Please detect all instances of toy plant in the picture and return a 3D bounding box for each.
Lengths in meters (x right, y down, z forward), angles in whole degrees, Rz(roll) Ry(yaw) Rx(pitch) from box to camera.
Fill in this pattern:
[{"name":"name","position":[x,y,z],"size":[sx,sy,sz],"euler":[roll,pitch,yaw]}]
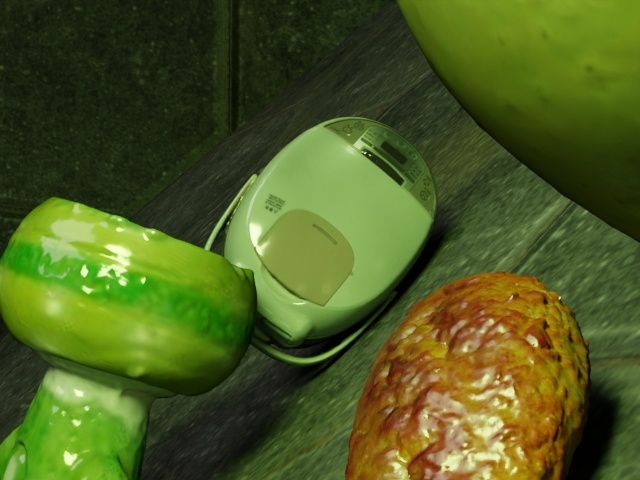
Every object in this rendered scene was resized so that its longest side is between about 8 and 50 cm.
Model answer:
[{"name":"toy plant","position":[-0.173,0.140,1.222],"size":[0.224,0.184,0.315],"euler":[10,80,60]}]

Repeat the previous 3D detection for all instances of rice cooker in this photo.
[{"name":"rice cooker","position":[0.000,0.000,1.358],"size":[0.206,0.145,0.127],"euler":[-50,-1,-15]}]

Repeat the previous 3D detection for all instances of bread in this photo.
[{"name":"bread","position":[0.056,0.109,0.807],"size":[0.139,0.095,0.269],"euler":[-44,10,41]}]

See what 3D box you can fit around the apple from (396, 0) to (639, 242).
[{"name":"apple","position":[0.201,-0.148,0.616],"size":[0.357,0.357,0.357],"euler":[-41,10,9]}]
